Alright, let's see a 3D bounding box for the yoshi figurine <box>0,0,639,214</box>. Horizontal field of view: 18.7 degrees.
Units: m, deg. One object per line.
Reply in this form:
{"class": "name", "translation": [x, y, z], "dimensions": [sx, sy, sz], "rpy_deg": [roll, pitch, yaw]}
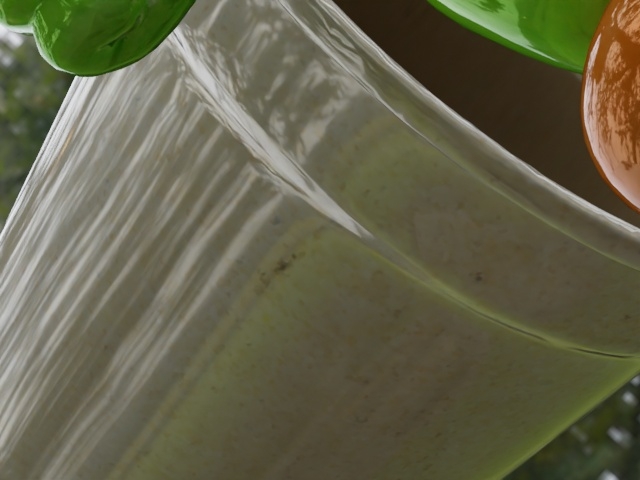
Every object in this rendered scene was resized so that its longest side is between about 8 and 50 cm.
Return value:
{"class": "yoshi figurine", "translation": [-0.018, -0.155, 0.410], "dimensions": [0.203, 0.362, 0.203], "rpy_deg": [-39, -35, -17]}

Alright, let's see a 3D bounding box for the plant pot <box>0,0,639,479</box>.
{"class": "plant pot", "translation": [0.000, 0.000, 0.835], "dimensions": [0.305, 0.334, 0.334], "rpy_deg": [-51, -15, 28]}

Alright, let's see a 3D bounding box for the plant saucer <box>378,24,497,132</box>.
{"class": "plant saucer", "translation": [0.047, -0.066, 0.955], "dimensions": [0.083, 0.083, 0.013], "rpy_deg": [-57, -1, 32]}
